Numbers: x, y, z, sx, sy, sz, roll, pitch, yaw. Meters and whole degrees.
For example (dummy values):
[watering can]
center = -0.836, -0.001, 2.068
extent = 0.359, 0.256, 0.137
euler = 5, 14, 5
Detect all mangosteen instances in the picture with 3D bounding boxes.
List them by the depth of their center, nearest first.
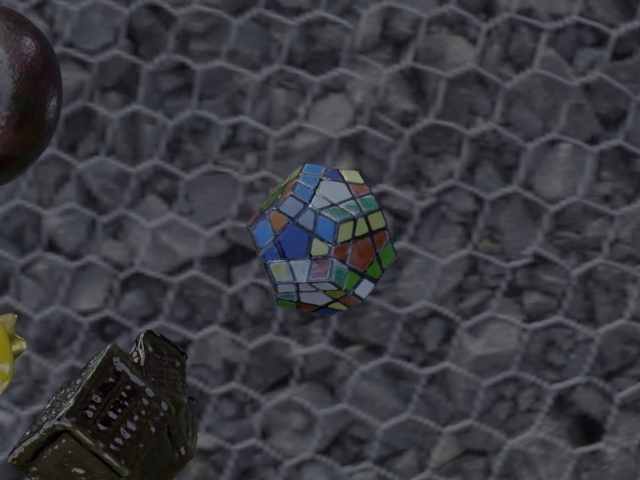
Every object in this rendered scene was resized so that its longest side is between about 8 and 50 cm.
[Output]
[mangosteen]
center = -0.270, -0.113, 1.304
extent = 0.152, 0.152, 0.152
euler = 0, 90, 27

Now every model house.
[model house]
center = -0.165, 0.135, 1.351
extent = 0.106, 0.165, 0.152
euler = 14, 138, 19

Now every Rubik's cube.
[Rubik's cube]
center = 0.000, 0.000, 1.241
extent = 0.111, 0.111, 0.093
euler = -10, 62, 27

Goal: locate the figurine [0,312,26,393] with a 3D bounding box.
[figurine]
center = -0.377, 0.152, 1.746
extent = 0.127, 0.234, 0.185
euler = -37, 71, 20
